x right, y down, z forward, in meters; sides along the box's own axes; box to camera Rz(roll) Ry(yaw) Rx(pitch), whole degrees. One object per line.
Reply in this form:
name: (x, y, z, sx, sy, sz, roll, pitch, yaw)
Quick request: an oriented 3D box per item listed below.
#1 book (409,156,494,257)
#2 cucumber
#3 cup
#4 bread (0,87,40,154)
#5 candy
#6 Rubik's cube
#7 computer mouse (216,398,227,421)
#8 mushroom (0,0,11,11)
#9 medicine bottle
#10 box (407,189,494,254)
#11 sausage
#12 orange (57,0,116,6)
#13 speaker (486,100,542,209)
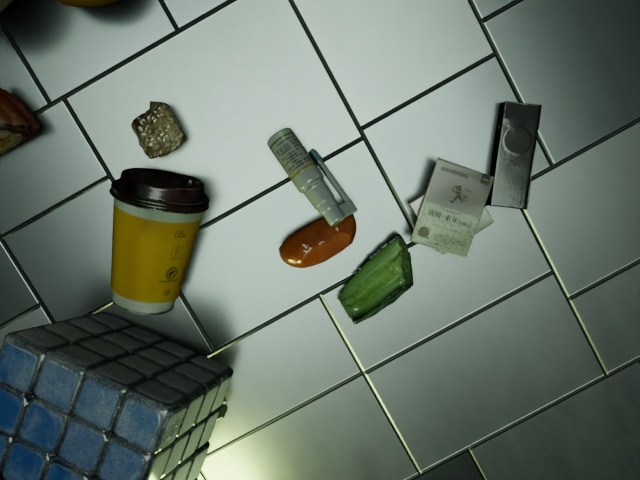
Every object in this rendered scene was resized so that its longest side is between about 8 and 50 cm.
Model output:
book: (0.270, -0.065, 1.408, 0.127, 0.014, 0.182, 18, 98, -4)
cucumber: (0.131, 0.094, 1.449, 0.193, 0.086, 0.115, -40, 53, 6)
cup: (-0.337, -0.003, 1.380, 0.196, 0.196, 0.280, 13, 106, -3)
bread: (-0.709, -0.216, 1.341, 0.244, 0.190, 0.123, -29, 84, 6)
candy: (-0.332, -0.225, 1.393, 0.095, 0.085, 0.110, -33, 107, -3)
Rubik's cube: (-0.412, 0.364, 1.311, 0.344, 0.343, 0.337, 22, 95, 11)
computer mouse: (-0.277, 0.359, 1.484, 0.172, 0.057, 0.099, -10, 85, 11)
mushroom: (-0.672, -0.517, 1.219, 0.315, 0.356, 0.315, 1, 76, -4)
medicine bottle: (-0.015, -0.132, 1.403, 0.092, 0.061, 0.221, -28, 79, -34)
box: (0.273, -0.060, 1.442, 0.129, 0.051, 0.130, -33, 97, 3)
sausage: (0.000, 0.000, 1.429, 0.179, 0.089, 0.089, -29, 98, -4)
orange: (-0.444, -0.555, 1.274, 0.236, 0.236, 0.236, 0, 98, -1)
speaker: (0.404, -0.176, 1.431, 0.082, 0.044, 0.218, 7, 98, -2)
